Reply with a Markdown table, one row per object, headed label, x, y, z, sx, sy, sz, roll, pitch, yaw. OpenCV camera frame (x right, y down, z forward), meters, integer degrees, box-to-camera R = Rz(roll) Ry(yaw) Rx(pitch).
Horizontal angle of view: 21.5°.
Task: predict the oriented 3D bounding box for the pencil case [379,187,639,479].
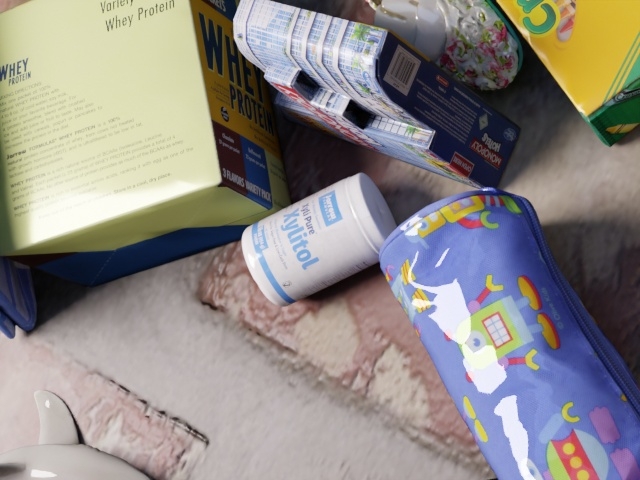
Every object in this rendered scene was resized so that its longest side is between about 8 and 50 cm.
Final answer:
| label | x | y | z | sx | sy | sz | roll | pitch | yaw |
| --- | --- | --- | --- | --- | --- | --- | --- | --- | --- |
| pencil case | 0.159 | 0.102 | 1.179 | 0.133 | 0.119 | 0.306 | -39 | 65 | 23 |

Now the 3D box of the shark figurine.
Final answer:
| label | x | y | z | sx | sy | sz | roll | pitch | yaw |
| --- | --- | --- | --- | --- | --- | --- | --- | --- | --- |
| shark figurine | -0.276 | 0.219 | 1.343 | 0.278 | 0.116 | 0.166 | -34 | 65 | 10 |

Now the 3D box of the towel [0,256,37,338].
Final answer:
| label | x | y | z | sx | sy | sz | roll | pitch | yaw |
| --- | --- | --- | --- | --- | --- | --- | --- | --- | --- |
| towel | -0.282 | -0.078 | 1.372 | 0.034 | 0.209 | 0.285 | -11 | 72 | 0 |

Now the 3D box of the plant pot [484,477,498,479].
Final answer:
| label | x | y | z | sx | sy | sz | roll | pitch | yaw |
| --- | --- | --- | --- | --- | --- | --- | --- | --- | --- |
| plant pot | 0.056 | 0.268 | 1.158 | 0.188 | 0.167 | 0.187 | -19 | 71 | 17 |

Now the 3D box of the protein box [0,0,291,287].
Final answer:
| label | x | y | z | sx | sy | sz | roll | pitch | yaw |
| --- | --- | --- | --- | --- | --- | --- | --- | --- | --- |
| protein box | -0.152 | -0.094 | 1.353 | 0.199 | 0.136 | 0.201 | -18 | 71 | 19 |

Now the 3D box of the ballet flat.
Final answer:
| label | x | y | z | sx | sy | sz | roll | pitch | yaw |
| --- | --- | --- | --- | --- | --- | --- | --- | --- | --- |
| ballet flat | 0.057 | -0.192 | 1.312 | 0.241 | 0.077 | 0.091 | 49 | 143 | 31 |

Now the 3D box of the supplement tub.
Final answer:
| label | x | y | z | sx | sy | sz | roll | pitch | yaw |
| --- | --- | --- | --- | --- | --- | --- | --- | --- | --- |
| supplement tub | 0.000 | 0.000 | 1.301 | 0.107 | 0.071 | 0.071 | -27 | 68 | 16 |

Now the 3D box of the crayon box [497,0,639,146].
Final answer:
| label | x | y | z | sx | sy | sz | roll | pitch | yaw |
| --- | --- | --- | --- | --- | --- | --- | --- | --- | --- |
| crayon box | 0.198 | -0.230 | 1.268 | 0.165 | 0.081 | 0.278 | -38 | 66 | 10 |

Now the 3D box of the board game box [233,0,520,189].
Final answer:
| label | x | y | z | sx | sy | sz | roll | pitch | yaw |
| --- | --- | --- | --- | --- | --- | --- | --- | --- | --- |
| board game box | 0.021 | -0.115 | 1.279 | 0.194 | 0.194 | 0.060 | 19 | 84 | 40 |
